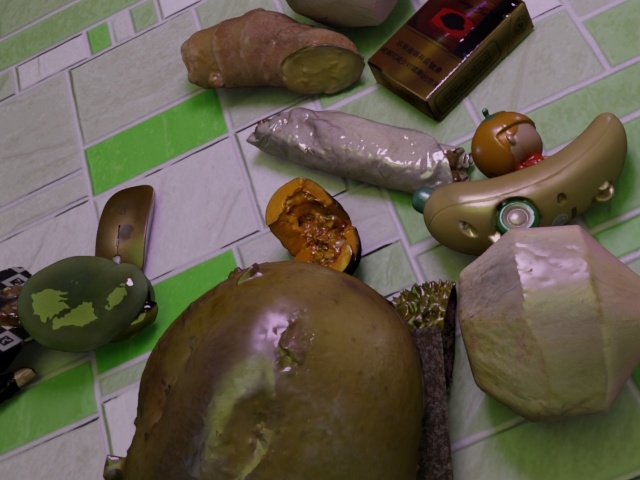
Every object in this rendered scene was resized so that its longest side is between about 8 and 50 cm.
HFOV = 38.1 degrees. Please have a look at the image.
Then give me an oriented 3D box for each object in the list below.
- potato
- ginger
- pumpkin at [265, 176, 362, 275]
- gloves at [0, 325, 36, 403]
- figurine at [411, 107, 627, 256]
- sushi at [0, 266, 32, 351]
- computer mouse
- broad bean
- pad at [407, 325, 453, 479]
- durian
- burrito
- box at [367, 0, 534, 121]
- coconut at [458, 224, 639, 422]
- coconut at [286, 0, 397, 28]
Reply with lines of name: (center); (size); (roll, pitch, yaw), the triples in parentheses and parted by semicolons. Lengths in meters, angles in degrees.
potato: (-0.088, 0.232, 1.159); (0.386, 0.319, 0.441); (15, 86, 22)
ginger: (-0.086, -0.333, 1.653); (0.354, 0.126, 0.189); (14, 59, 24)
pumpkin: (0.000, 0.000, 1.442); (0.119, 0.108, 0.183); (-30, 63, 12)
gloves: (-0.562, 0.200, 1.556); (0.164, 0.124, 0.203); (43, 89, 13)
figurine: (0.298, -0.096, 1.367); (0.325, 0.124, 0.222); (-33, 58, -4)
sushi: (-0.544, 0.101, 1.569); (0.210, 0.040, 0.193); (32, 39, 34)
computer mouse: (-0.341, -0.013, 1.620); (0.102, 0.045, 0.199); (-7, 60, 21)
broad bean: (-0.379, 0.106, 1.516); (0.228, 0.100, 0.169); (9, 66, 9)
pad: (0.104, 0.239, 1.259); (0.158, 0.003, 0.234); (-10, 80, 34)
durian: (0.132, 0.126, 1.313); (0.108, 0.119, 0.186); (1, 65, 18)
burrito: (0.062, -0.152, 1.522); (0.392, 0.076, 0.117); (17, 64, 26)
box: (0.217, -0.332, 1.563); (0.240, 0.071, 0.159); (-45, 54, -5)
coconut: (0.306, 0.105, 1.191); (0.259, 0.259, 0.259); (-9, 60, 17)
coconut: (0.045, -0.480, 1.628); (0.227, 0.230, 0.227); (-17, 67, 45)
